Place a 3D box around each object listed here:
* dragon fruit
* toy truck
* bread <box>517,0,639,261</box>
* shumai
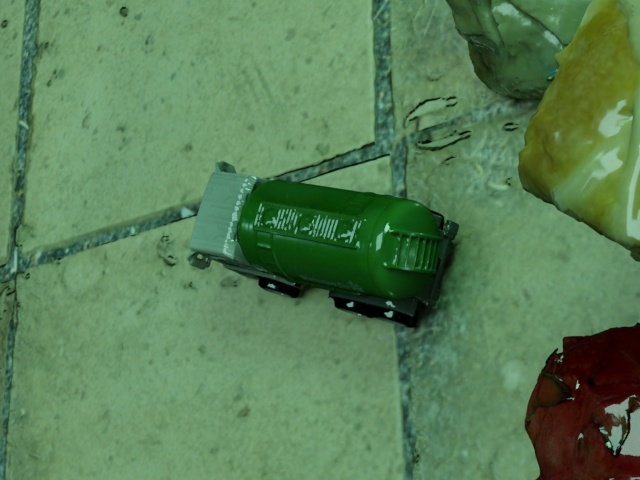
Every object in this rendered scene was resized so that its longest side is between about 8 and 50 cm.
[{"bbox_3d":[0.218,0.139,0.828,0.172,0.172,0.209,-38,52,22],"label":"dragon fruit"},{"bbox_3d":[0.000,0.000,1.083,0.242,0.125,0.101,10,82,41],"label":"toy truck"},{"bbox_3d":[0.368,-0.087,0.719,0.371,0.279,0.390,30,94,43],"label":"bread"},{"bbox_3d":[0.170,-0.219,1.030,0.201,0.120,0.201,-17,62,35],"label":"shumai"}]
